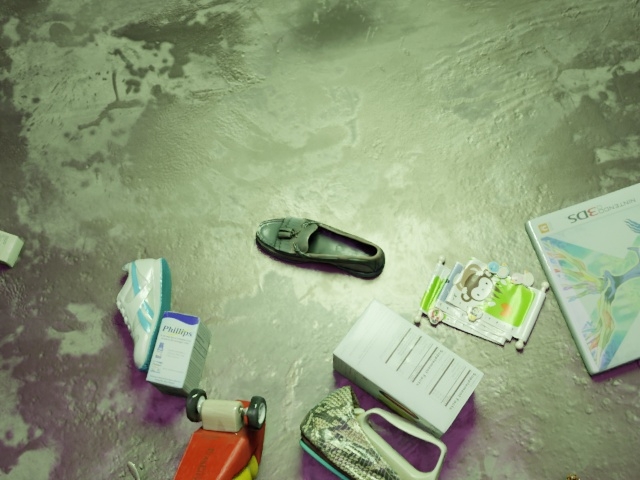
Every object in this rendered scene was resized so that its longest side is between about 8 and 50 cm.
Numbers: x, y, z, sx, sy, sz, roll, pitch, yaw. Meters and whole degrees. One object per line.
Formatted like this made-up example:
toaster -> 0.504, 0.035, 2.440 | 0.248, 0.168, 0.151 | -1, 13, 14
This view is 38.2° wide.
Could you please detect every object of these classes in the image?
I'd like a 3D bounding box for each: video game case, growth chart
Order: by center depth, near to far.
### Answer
video game case -> 0.603, 0.064, 1.815 | 0.300, 0.036, 0.329 | -18, 72, -4
growth chart -> 0.318, 0.114, 1.816 | 0.237, 0.021, 0.172 | 16, 72, 6

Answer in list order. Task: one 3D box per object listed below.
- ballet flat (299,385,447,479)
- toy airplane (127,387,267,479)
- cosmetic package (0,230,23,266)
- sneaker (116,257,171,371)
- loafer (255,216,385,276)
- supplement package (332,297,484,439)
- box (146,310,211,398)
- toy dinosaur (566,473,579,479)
ballet flat -> 0.175, 0.442, 1.630 | 0.483, 0.164, 0.182 | 43, 92, 16
toy airplane -> -0.196, 0.473, 1.581 | 0.384, 0.272, 0.386 | -24, 39, -19
cosmetic package -> -0.668, 0.007, 1.870 | 0.115, 0.041, 0.060 | 19, 73, 8
sneaker -> -0.345, 0.146, 1.798 | 0.092, 0.087, 0.228 | -4, 64, 8
loafer -> 0.000, 0.000, 1.829 | 0.268, 0.084, 0.096 | 13, 73, 6
supplement package -> 0.158, 0.242, 1.715 | 0.244, 0.139, 0.134 | 34, 74, 13
box -> -0.265, 0.217, 1.743 | 0.072, 0.126, 0.137 | 11, 72, 7
toy dinosaur -> 0.440, 0.565, 1.586 | 0.164, 0.218, 0.322 | 6, 62, -40
